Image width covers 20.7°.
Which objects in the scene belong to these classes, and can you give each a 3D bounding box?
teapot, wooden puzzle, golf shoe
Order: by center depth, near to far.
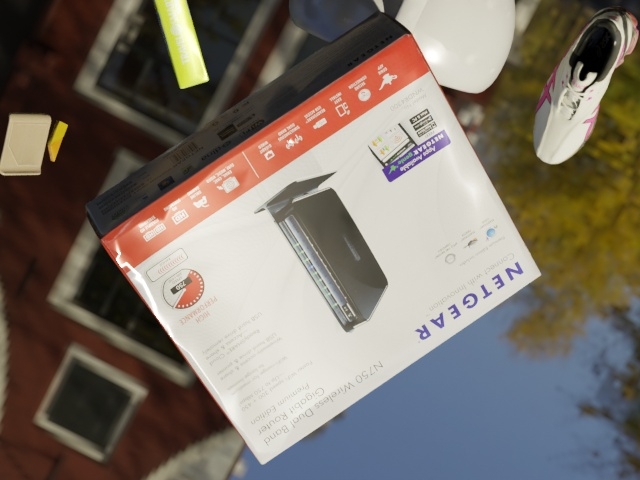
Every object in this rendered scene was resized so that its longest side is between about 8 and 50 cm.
[{"bbox_3d":[0.099,-0.272,1.797,0.252,0.187,0.256,9,-164,-47],"label":"teapot"},{"bbox_3d":[0.272,-0.165,1.874,0.067,0.186,0.086,29,-160,15],"label":"golf shoe"},{"bbox_3d":[-0.343,-0.112,2.037,0.014,0.079,0.116,18,-175,33],"label":"wooden puzzle"}]

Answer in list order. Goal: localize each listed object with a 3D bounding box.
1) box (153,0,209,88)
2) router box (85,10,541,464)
[{"bbox_3d":[-0.183,-0.289,2.164,0.042,0.178,0.109,-16,-152,-4],"label":"box"},{"bbox_3d":[0.000,0.000,1.658,0.301,0.335,0.082,57,176,-29],"label":"router box"}]
